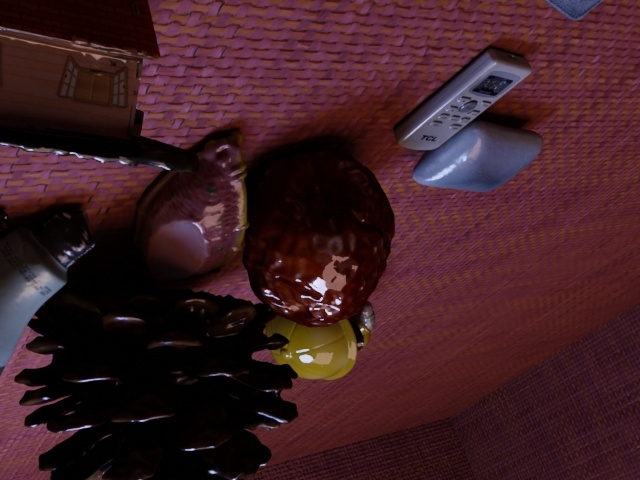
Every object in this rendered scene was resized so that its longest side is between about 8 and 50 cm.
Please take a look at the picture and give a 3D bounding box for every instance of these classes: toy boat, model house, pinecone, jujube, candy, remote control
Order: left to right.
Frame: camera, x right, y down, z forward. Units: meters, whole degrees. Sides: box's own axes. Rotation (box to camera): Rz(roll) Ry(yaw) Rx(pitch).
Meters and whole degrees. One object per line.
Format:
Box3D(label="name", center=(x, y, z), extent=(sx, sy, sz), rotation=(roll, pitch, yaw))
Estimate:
Box3D(label="model house", center=(-0.252, -0.157, 0.718), extent=(0.294, 0.153, 0.207), rotation=(6, -170, -35))
Box3D(label="pinecone", center=(-0.224, 0.219, 1.245), extent=(0.398, 0.397, 0.397), rotation=(-19, 159, -8))
Box3D(label="toy boat", center=(-0.169, -0.016, 1.151), extent=(0.141, 0.099, 0.318), rotation=(29, 142, -9))
Box3D(label="jujube", center=(0.000, 0.000, 1.199), extent=(0.213, 0.212, 0.232), rotation=(-16, 155, -14))
Box3D(label="remote control", center=(0.181, -0.179, 1.171), extent=(0.088, 0.029, 0.190), rotation=(2, 149, -45))
Box3D(label="candy", center=(0.231, -0.118, 1.303), extent=(0.174, 0.071, 0.138), rotation=(3, 149, -46))

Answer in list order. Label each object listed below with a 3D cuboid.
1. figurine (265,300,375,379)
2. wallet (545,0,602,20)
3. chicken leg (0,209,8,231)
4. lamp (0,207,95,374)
Box3D(label="figurine", center=(0.007, 0.173, 1.660), extent=(0.192, 0.167, 0.257), rotation=(-2, 173, 30))
Box3D(label="wallet", center=(0.279, -0.313, 0.928), extent=(0.167, 0.036, 0.222), rotation=(-35, 155, 32))
Box3D(label="chicken leg", center=(-0.396, -0.039, 0.939), extent=(0.093, 0.053, 0.205), rotation=(-7, 162, 34))
Box3D(label="lamp", center=(-0.403, 0.093, 1.064), extent=(0.314, 0.181, 0.182), rotation=(-22, 159, 3))
